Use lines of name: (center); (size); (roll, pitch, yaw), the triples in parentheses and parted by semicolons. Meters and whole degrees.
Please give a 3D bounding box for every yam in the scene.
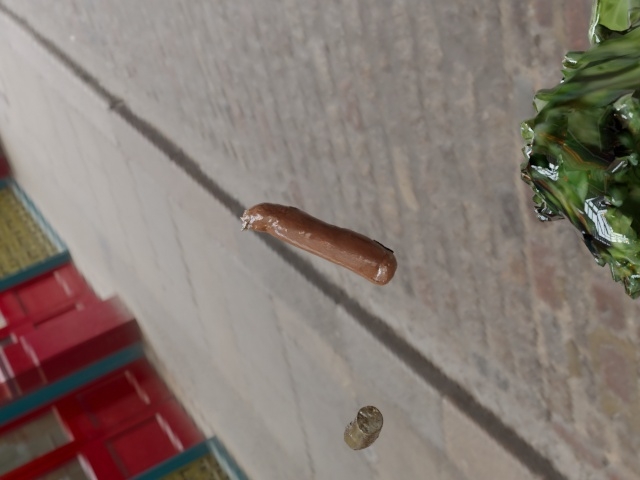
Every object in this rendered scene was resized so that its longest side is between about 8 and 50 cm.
yam: (0.041, 0.180, 0.980); (0.032, 0.032, 0.145); (61, 170, 13)

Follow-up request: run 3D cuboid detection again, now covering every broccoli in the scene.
broccoli: (0.286, -0.113, 0.665); (0.277, 0.338, 0.317); (16, 179, 21)

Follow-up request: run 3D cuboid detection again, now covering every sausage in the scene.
sausage: (0.000, 0.000, 0.984); (0.036, 0.158, 0.042); (180, 111, -82)
